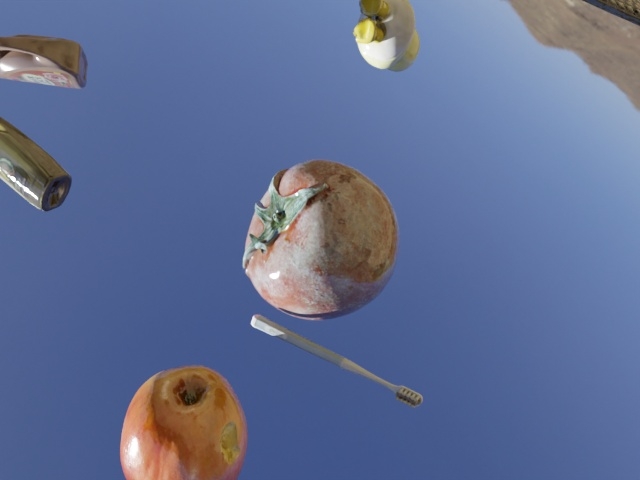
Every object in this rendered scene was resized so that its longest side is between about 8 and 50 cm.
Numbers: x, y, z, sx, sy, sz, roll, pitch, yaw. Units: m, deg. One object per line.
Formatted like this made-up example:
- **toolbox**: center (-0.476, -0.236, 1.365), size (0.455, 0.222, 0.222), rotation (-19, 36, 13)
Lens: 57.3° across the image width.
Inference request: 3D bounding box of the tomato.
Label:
- **tomato**: center (0.000, 0.000, 1.139), size (0.283, 0.317, 0.316), rotation (23, -144, -34)

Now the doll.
- **doll**: center (0.137, -0.407, 1.177), size (0.117, 0.141, 0.296), rotation (7, -175, 12)

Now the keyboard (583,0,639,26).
- **keyboard**: center (0.209, -0.216, 0.487), size (0.205, 0.013, 0.061), rotation (15, -136, -17)

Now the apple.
- **apple**: center (-0.255, 0.370, 1.105), size (0.242, 0.240, 0.242), rotation (6, -159, -3)

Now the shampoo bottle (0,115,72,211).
- **shampoo bottle**: center (-0.734, -0.211, 1.359), size (0.350, 0.125, 0.084), rotation (38, -151, 10)

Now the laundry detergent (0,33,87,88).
- **laundry detergent**: center (-0.569, -0.347, 1.095), size (0.237, 0.075, 0.171), rotation (5, 179, -16)

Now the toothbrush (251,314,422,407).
- **toothbrush**: center (0.020, 0.210, 1.039), size (0.343, 0.025, 0.030), rotation (23, -171, 22)
